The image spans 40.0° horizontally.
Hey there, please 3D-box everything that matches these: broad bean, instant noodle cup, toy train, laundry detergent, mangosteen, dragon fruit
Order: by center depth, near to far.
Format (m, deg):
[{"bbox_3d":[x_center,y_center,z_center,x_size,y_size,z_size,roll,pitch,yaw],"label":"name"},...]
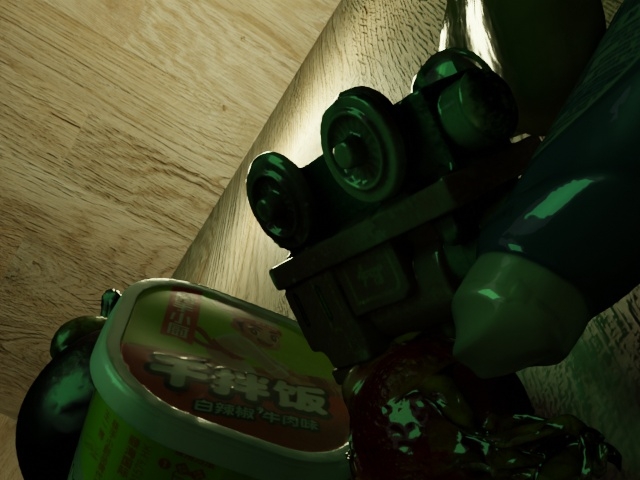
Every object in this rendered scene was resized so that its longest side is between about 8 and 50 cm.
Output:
[{"bbox_3d":[0.175,-0.042,0.519,0.289,0.094,0.143,-55,10,-19],"label":"laundry detergent"},{"bbox_3d":[0.094,0.118,0.543,0.125,0.125,0.246,-62,19,-16],"label":"dragon fruit"},{"bbox_3d":[0.067,-0.011,0.717,0.150,0.221,0.304,-26,-2,-34],"label":"toy train"},{"bbox_3d":[0.169,-0.175,0.719,0.263,0.121,0.188,104,154,-82],"label":"broad bean"},{"bbox_3d":[-0.136,0.242,0.881,0.294,0.294,0.307,-97,31,-68],"label":"instant noodle cup"},{"bbox_3d":[-0.270,0.248,1.210,0.330,0.330,0.330,-56,14,22],"label":"mangosteen"}]

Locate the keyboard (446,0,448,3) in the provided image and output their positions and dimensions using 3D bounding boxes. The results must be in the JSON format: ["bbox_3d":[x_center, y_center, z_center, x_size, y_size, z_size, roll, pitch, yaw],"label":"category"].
[{"bbox_3d":[0.215,-0.379,1.357,0.063,0.010,0.198,-56,14,29],"label":"keyboard"}]

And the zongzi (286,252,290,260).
[{"bbox_3d":[0.000,0.000,1.306,0.113,0.052,0.104,-46,9,4],"label":"zongzi"}]
